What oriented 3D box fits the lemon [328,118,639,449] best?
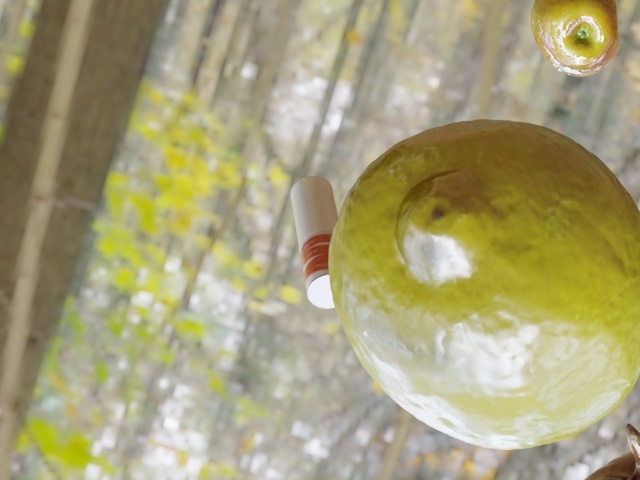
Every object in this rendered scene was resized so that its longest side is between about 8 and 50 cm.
[{"bbox_3d":[0.103,0.028,1.103,0.184,0.184,0.248,27,165,34],"label":"lemon"}]

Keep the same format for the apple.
[{"bbox_3d":[0.285,-0.239,2.163,0.099,0.114,0.102,-2,-167,7],"label":"apple"}]

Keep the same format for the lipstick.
[{"bbox_3d":[0.000,0.000,1.633,0.038,0.038,0.131,13,-143,-19],"label":"lipstick"}]

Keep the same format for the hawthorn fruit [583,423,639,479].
[{"bbox_3d":[0.305,0.275,1.591,0.277,0.298,0.277,-22,-166,6],"label":"hawthorn fruit"}]
